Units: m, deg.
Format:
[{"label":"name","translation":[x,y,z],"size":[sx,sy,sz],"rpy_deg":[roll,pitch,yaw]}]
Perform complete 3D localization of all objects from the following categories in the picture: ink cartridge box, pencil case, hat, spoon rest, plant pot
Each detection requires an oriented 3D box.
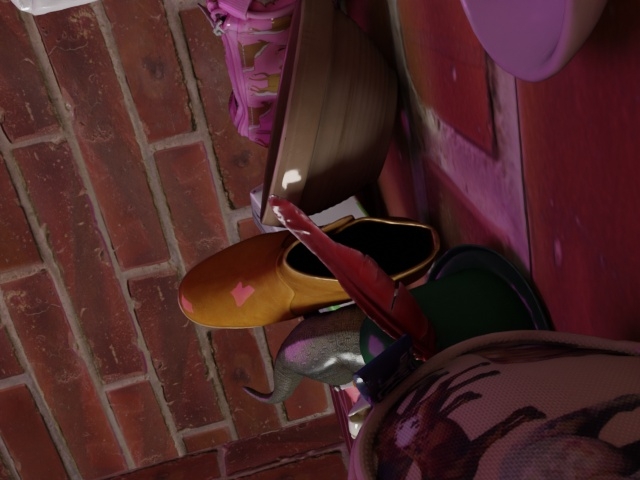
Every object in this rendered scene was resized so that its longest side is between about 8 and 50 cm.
[{"label":"ink cartridge box","translation":[0.000,0.000,1.086],"size":[0.198,0.115,0.273],"rpy_deg":[54,173,2]},{"label":"pencil case","translation":[-0.060,-0.258,1.001],"size":[0.386,0.167,0.160],"rpy_deg":[90,175,-74]},{"label":"pencil case","translation":[0.118,0.244,0.425],"size":[0.160,0.183,0.410],"rpy_deg":[-114,10,-59]},{"label":"hat","translation":[0.043,0.089,0.538],"size":[0.173,0.183,0.208],"rpy_deg":[-43,58,59]},{"label":"spoon rest","translation":[0.065,-0.199,0.302],"size":[0.137,0.084,0.276],"rpy_deg":[-116,13,-66]},{"label":"plant pot","translation":[0.010,-0.124,0.757],"size":[0.237,0.109,0.237],"rpy_deg":[-171,90,-82]}]

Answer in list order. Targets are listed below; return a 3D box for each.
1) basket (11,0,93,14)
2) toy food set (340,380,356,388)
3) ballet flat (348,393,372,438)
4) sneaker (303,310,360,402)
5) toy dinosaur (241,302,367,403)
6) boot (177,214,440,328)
[{"label":"basket","translation":[-0.141,-0.396,0.531],"size":[0.331,0.328,0.266],"rpy_deg":[68,-172,-56]},{"label":"toy food set","translation":[0.069,0.132,1.009],"size":[0.232,0.111,0.104],"rpy_deg":[65,-170,-81]},{"label":"ballet flat","translation":[0.102,0.298,1.177],"size":[0.316,0.106,0.107],"rpy_deg":[-114,10,-62]},{"label":"sneaker","translation":[0.038,0.225,1.627],"size":[0.314,0.116,0.136],"rpy_deg":[-112,7,-53]},{"label":"toy dinosaur","translation":[0.038,0.108,0.784],"size":[0.160,0.313,0.121],"rpy_deg":[37,-126,-53]},{"label":"boot","translation":[-0.029,0.026,0.759],"size":[0.211,0.295,0.104],"rpy_deg":[40,-141,-82]}]
